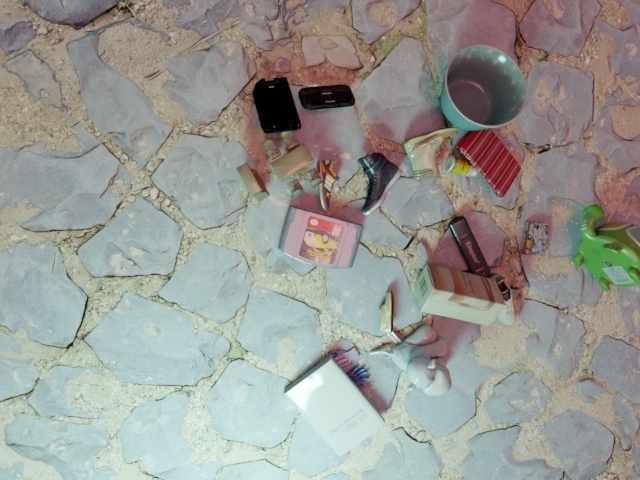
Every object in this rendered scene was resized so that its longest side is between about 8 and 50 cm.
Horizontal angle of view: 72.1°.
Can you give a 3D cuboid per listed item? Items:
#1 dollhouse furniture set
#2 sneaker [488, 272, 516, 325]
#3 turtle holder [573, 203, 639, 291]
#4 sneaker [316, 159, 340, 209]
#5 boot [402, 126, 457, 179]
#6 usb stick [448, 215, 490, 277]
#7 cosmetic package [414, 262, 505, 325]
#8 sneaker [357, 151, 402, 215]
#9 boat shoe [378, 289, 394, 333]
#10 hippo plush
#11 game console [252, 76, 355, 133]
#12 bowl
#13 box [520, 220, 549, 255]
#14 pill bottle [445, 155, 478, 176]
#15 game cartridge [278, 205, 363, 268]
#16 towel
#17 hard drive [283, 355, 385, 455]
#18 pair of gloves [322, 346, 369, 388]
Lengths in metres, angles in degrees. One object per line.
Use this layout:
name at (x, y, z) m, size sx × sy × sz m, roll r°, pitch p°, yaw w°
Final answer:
dollhouse furniture set at (-0.145, -0.248, 1.517) m, size 0.242 × 0.161 × 0.212 m, roll -31°, pitch 86°, yaw 2°
sneaker at (0.737, 0.246, 1.771) m, size 0.090 × 0.095 × 0.235 m, roll -27°, pitch 101°, yaw -7°
turtle holder at (1.171, 0.027, 1.772) m, size 0.227 × 0.243 × 0.320 m, roll -40°, pitch 61°, yaw -18°
sneaker at (0.033, -0.205, 1.621) m, size 0.084 × 0.069 × 0.185 m, roll -6°, pitch 98°, yaw -3°
boot at (0.434, -0.332, 1.670) m, size 0.213 × 0.077 × 0.165 m, roll -19°, pitch 98°, yaw -2°
usb stick at (0.594, 0.033, 1.749) m, size 0.077 × 0.045 × 0.278 m, roll -30°, pitch 100°, yaw -6°
cosmetic package at (0.529, 0.208, 1.686) m, size 0.296 × 0.153 × 0.129 m, roll 13°, pitch 127°, yaw -12°
sneaker at (0.182, -0.221, 1.627) m, size 0.163 × 0.086 × 0.226 m, roll 38°, pitch 79°, yaw -22°
boat shoe at (0.253, 0.276, 1.712) m, size 0.059 × 0.063 × 0.170 m, roll 1°, pitch 83°, yaw 19°
hippo plush at (0.393, 0.451, 1.663) m, size 0.294 × 0.236 × 0.234 m, roll 36°, pitch 90°, yaw -11°
game console at (-0.050, -0.487, 1.550) m, size 0.362 × 0.044 × 0.213 m, roll -10°, pitch 68°, yaw -14°
bowl at (0.567, -0.530, 1.607) m, size 0.312 × 0.163 × 0.311 m, roll 1°, pitch 81°, yaw -9°
box at (0.878, -0.007, 1.800) m, size 0.094 × 0.027 × 0.137 m, roll 6°, pitch 95°, yaw -11°
pill bottle at (0.549, -0.284, 1.699) m, size 0.116 × 0.065 × 0.065 m, roll 13°, pitch 94°, yaw -11°
game cartridge at (0.000, 0.000, 1.648) m, size 0.294 × 0.060 × 0.196 m, roll 14°, pitch 97°, yaw -10°
towel at (0.655, -0.321, 1.700) m, size 0.275 × 0.031 × 0.199 m, roll 46°, pitch 64°, yaw -11°
hard drive at (0.057, 0.647, 1.713) m, size 0.233 × 0.047 × 0.353 m, roll -38°, pitch 101°, yaw 5°
pair of gloves at (0.098, 0.512, 1.731) m, size 0.159 × 0.023 × 0.198 m, roll -26°, pitch 100°, yaw -6°
